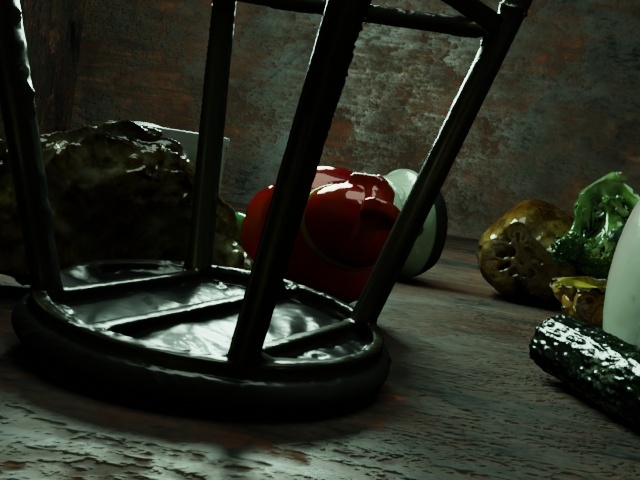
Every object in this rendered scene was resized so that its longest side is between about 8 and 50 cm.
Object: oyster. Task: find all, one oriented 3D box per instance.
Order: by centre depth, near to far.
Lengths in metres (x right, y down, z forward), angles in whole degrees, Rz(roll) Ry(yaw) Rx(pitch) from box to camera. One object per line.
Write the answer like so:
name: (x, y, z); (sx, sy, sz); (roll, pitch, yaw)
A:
oyster: (-0.217, -0.018, 0.861); (0.396, 0.204, 0.111); (5, 33, -13)

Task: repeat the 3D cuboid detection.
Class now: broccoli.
broccoli: (0.420, -0.010, 1.185); (0.195, 0.156, 0.195); (-33, 0, 0)

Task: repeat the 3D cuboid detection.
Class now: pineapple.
pineapple: (0.437, 0.096, 1.211); (0.225, 0.076, 0.225); (4, 5, 0)

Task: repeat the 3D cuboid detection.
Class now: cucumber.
cucumber: (0.268, 0.123, 0.693); (0.068, 0.067, 0.293); (7, 6, -14)

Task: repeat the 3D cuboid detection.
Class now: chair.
chair: (-0.058, -0.105, 0.665); (0.362, 0.409, 0.365); (16, 10, 25)

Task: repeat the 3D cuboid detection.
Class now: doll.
doll: (0.000, -0.001, 0.986); (0.183, 0.160, 0.363); (27, -19, -15)

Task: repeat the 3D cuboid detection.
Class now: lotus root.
lotus root: (0.381, 0.029, 1.464); (0.193, 0.193, 0.291); (11, 8, 30)

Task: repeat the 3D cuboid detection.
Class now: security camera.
security camera: (0.062, -0.028, 1.447); (0.277, 0.196, 0.191); (-2, 0, -27)

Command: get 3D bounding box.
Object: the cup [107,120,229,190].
cup: (-0.226, -0.056, 1.127); (0.167, 0.201, 0.221); (9, 5, 9)

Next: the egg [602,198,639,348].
egg: (0.481, 0.006, 0.819); (0.355, 0.339, 0.354); (10, 5, -1)
